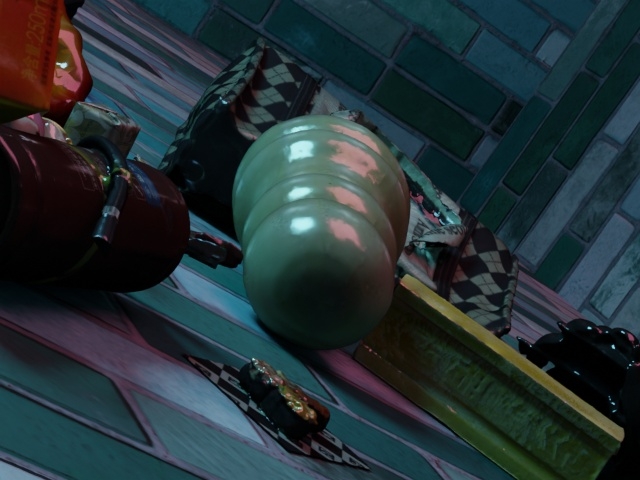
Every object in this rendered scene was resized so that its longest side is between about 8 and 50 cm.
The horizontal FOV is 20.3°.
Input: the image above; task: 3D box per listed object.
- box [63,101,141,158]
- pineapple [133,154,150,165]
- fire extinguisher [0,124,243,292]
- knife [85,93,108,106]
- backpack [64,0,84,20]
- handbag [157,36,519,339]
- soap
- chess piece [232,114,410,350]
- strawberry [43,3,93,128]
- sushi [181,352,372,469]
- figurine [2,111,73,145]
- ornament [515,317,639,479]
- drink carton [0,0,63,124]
[{"bbox_3d":[-0.182,-0.057,1.375,0.045,0.098,0.062,30,6,10],"label":"box"},{"bbox_3d":[-0.169,-0.060,1.787,0.083,0.019,0.045,44,8,38],"label":"pineapple"},{"bbox_3d":[-0.151,-0.013,1.178,0.141,0.105,0.341,27,5,18],"label":"fire extinguisher"},{"bbox_3d":[-0.286,-0.178,2.069,0.044,0.019,0.313,28,8,-31],"label":"knife"},{"bbox_3d":[-0.371,-0.279,1.927,0.206,0.133,0.258,44,13,2],"label":"backpack"},{"bbox_3d":[0.032,-0.023,1.950,0.416,0.180,0.317,39,15,-8],"label":"handbag"},{"bbox_3d":[0.152,0.141,1.631,0.252,0.092,0.037,36,21,10],"label":"soap"},{"bbox_3d":[0.000,0.000,1.631,0.182,0.182,0.330,34,12,-8],"label":"chess piece"},{"bbox_3d":[-0.332,-0.192,1.413,0.336,0.149,0.265,50,23,13],"label":"strawberry"},{"bbox_3d":[-0.023,0.112,1.274,0.120,0.026,0.126,38,7,31],"label":"sushi"},{"bbox_3d":[-0.220,-0.075,1.251,0.083,0.083,0.187,36,-11,6],"label":"figurine"},{"bbox_3d":[0.271,0.163,1.717,0.260,0.106,0.251,37,-26,27],"label":"ornament"},{"bbox_3d":[-0.321,-0.182,1.029,0.351,0.154,0.111,17,-19,-38],"label":"drink carton"}]
